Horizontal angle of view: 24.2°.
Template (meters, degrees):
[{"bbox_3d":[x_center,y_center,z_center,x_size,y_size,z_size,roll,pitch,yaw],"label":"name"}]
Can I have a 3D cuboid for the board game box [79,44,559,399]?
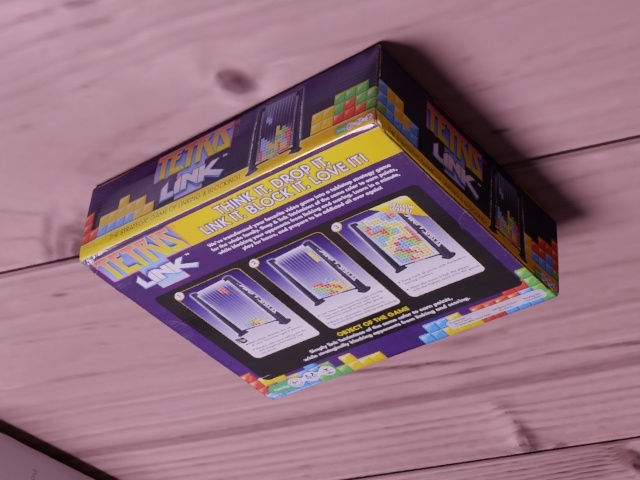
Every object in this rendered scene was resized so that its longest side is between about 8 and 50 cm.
[{"bbox_3d":[0.000,0.000,0.680,0.170,0.048,0.141,-23,133,31],"label":"board game box"}]

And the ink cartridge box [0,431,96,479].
[{"bbox_3d":[-0.200,0.245,0.949,0.223,0.129,0.307,-28,132,34],"label":"ink cartridge box"}]
